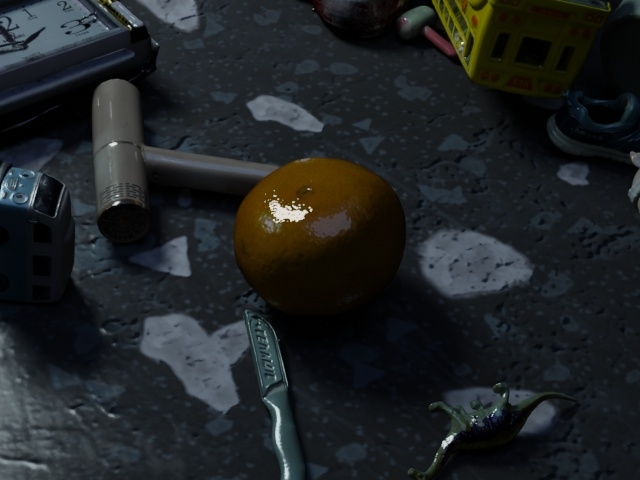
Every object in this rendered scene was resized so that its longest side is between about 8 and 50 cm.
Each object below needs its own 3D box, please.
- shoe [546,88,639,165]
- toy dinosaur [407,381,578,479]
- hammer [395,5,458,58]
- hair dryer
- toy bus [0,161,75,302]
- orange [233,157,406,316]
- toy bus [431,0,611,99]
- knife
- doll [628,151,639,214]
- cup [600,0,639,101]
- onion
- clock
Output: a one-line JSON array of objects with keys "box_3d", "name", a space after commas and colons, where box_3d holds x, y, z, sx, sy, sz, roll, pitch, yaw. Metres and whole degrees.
[{"box_3d": [0.307, -0.120, 1.497, 0.143, 0.071, 0.064, 11, 43, -1], "name": "shoe"}, {"box_3d": [0.138, 0.147, 1.215, 0.180, 0.037, 0.058, -25, 74, -20], "name": "toy dinosaur"}, {"box_3d": [0.125, -0.230, 1.626, 0.052, 0.031, 0.083, -30, 60, -31], "name": "hammer"}, {"box_3d": [-0.112, -0.083, 1.421, 0.220, 0.053, 0.195, -2, 43, -10], "name": "hair dryer"}, {"box_3d": [-0.252, -0.003, 1.267, 0.075, 0.123, 0.060, 8, 43, -3], "name": "toy bus"}, {"box_3d": [0.000, 0.000, 1.294, 0.156, 0.124, 0.156, -10, 42, 9], "name": "orange"}, {"box_3d": [0.197, -0.291, 1.587, 0.144, 0.152, 0.330, 8, 32, -15], "name": "toy bus"}, {"box_3d": [-0.037, 0.133, 1.223, 0.028, 0.015, 0.210, -8, 44, -7], "name": "knife"}, {"box_3d": [0.349, -0.046, 1.431, 0.084, 0.073, 0.127, 23, 37, -33], "name": "doll"}, {"box_3d": [0.447, -0.211, 1.560, 0.234, 0.186, 0.258, -39, 86, -28], "name": "cup"}, {"box_3d": [0.042, -0.325, 1.667, 0.151, 0.098, 0.206, 6, 43, -2], "name": "onion"}, {"box_3d": [-0.316, -0.194, 1.495, 0.253, 0.083, 0.186, -24, 50, -29], "name": "clock"}]
